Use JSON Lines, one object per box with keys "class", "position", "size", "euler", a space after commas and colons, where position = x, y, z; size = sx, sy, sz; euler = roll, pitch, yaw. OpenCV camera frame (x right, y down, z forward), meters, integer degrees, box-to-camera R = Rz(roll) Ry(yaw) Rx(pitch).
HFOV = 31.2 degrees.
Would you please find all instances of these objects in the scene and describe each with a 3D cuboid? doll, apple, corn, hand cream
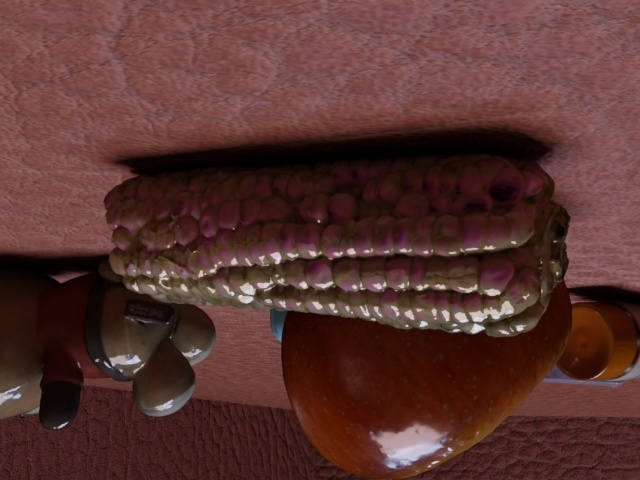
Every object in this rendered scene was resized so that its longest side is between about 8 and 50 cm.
{"class": "doll", "position": [-0.291, 0.110, 1.272], "size": [0.329, 0.235, 0.174], "euler": [-7, 123, 13]}
{"class": "apple", "position": [0.078, 0.074, 0.906], "size": [0.235, 0.173, 0.210], "euler": [-37, 179, -28]}
{"class": "corn", "position": [0.001, -0.002, 0.786], "size": [0.335, 0.127, 0.126], "euler": [2, 169, 21]}
{"class": "hand cream", "position": [0.394, 0.119, 1.334], "size": [0.139, 0.089, 0.314], "euler": [-2, 174, 43]}

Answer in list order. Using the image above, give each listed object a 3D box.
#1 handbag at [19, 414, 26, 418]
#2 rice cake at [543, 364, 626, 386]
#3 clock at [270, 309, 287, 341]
{"class": "handbag", "position": [-0.439, 0.142, 1.472], "size": [0.116, 0.179, 0.205], "euler": [-1, 173, -17]}
{"class": "rice cake", "position": [0.309, 0.191, 1.780], "size": [0.364, 0.056, 0.072], "euler": [6, 174, -11]}
{"class": "clock", "position": [0.049, 0.060, 1.119], "size": [0.223, 0.094, 0.274], "euler": [-5, 167, 29]}
